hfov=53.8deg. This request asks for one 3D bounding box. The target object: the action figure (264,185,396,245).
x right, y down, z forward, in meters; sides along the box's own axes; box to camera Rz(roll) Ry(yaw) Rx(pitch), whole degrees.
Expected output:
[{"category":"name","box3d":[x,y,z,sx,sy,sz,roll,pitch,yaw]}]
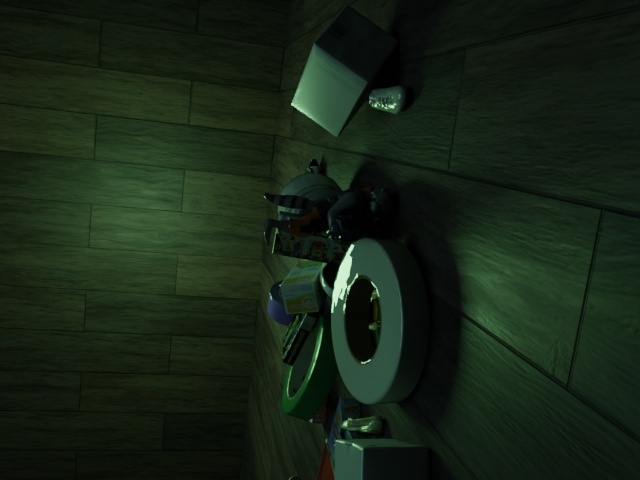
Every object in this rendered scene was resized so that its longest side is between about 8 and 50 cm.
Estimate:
[{"category":"action figure","box3d":[0.021,-0.070,1.585,0.341,0.329,0.179,30,-131,-80]}]

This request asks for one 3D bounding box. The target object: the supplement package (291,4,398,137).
[{"category":"supplement package","box3d":[0.059,-0.461,1.755,0.178,0.175,0.293,-55,0,-26]}]

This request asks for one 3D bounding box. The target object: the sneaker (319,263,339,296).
[{"category":"sneaker","box3d":[0.049,0.123,1.917,0.290,0.105,0.123,-89,5,-67]}]

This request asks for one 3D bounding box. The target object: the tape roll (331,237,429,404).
[{"category":"tape roll","box3d":[0.128,0.185,1.484,0.392,0.071,0.393,-178,90,-69]}]

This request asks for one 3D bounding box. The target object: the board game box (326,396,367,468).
[{"category":"board game box","box3d":[0.075,0.541,1.728,0.194,0.060,0.194,-121,37,-68]}]

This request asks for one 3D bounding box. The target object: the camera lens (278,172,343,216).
[{"category":"camera lens","box3d":[-0.011,-0.078,1.953,0.274,0.219,0.220,-119,35,-67]}]

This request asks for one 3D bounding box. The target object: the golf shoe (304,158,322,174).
[{"category":"golf shoe","box3d":[-0.029,-0.232,2.402,0.198,0.077,0.094,-101,21,-46]}]

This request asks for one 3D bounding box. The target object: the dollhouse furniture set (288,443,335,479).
[{"category":"dollhouse furniture set","box3d":[0.011,0.589,1.523,0.212,0.242,0.161,-14,75,48]}]

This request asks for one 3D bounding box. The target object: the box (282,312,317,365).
[{"category":"box","box3d":[-0.070,0.289,2.079,0.191,0.045,0.184,-63,12,15]}]

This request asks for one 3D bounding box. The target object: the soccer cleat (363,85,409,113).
[{"category":"soccer cleat","box3d":[0.166,-0.359,1.609,0.196,0.076,0.068,-142,58,-74]}]

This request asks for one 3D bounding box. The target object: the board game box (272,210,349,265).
[{"category":"board game box","box3d":[0.000,0.000,1.796,0.030,0.259,0.136,-88,9,-59]}]

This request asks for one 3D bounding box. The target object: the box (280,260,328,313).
[{"category":"box","box3d":[-0.042,0.147,2.040,0.203,0.114,0.103,-54,-46,-65]}]

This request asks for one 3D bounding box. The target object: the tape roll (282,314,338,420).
[{"category":"tape roll","box3d":[-0.026,0.396,1.977,0.321,0.077,0.322,-158,90,-78]}]

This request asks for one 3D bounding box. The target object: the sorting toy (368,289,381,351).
[{"category":"sorting toy","box3d":[0.138,0.217,1.619,0.193,0.038,0.209,145,128,-73]}]

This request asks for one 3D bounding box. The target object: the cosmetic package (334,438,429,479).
[{"category":"cosmetic package","box3d":[0.122,0.614,1.307,0.217,0.156,0.386,143,131,-72]}]

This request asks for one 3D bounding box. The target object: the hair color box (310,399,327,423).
[{"category":"hair color box","box3d":[-0.010,0.520,2.113,0.093,0.053,0.168,158,118,-74]}]

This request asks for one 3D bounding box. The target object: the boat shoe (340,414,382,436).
[{"category":"boat shoe","box3d":[0.106,0.466,1.603,0.153,0.056,0.048,-24,47,59]}]

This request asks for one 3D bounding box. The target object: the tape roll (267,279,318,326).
[{"category":"tape roll","box3d":[-0.095,0.226,2.280,0.189,0.188,0.080,-107,25,-57]}]

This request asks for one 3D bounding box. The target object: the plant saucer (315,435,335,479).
[{"category":"plant saucer","box3d":[0.035,0.738,1.864,0.258,0.047,0.259,-110,27,-61]}]
